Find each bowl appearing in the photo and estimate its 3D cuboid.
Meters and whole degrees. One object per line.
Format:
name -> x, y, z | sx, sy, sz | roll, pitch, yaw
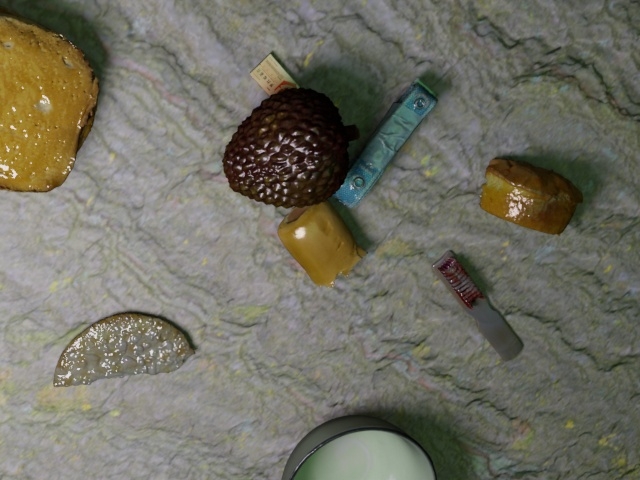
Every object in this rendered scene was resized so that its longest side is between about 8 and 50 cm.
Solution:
bowl -> 0.065, 0.532, 1.812 | 0.353, 0.185, 0.354 | -4, 106, -14

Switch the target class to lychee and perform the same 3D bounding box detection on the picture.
lychee -> -0.057, -0.171, 1.568 | 0.271, 0.236, 0.236 | -24, 110, 3

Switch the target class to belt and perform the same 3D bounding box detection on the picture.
belt -> 0.129, -0.200, 1.689 | 0.072, 0.087, 0.302 | 38, 92, -8

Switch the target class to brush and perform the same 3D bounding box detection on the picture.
brush -> 0.367, 0.158, 1.869 | 0.060, 0.050, 0.321 | -42, 112, -5

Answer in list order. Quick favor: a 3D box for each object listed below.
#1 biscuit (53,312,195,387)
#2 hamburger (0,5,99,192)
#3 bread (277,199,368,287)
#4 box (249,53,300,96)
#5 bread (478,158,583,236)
biscuit -> -0.404, 0.217, 1.680 | 0.289, 0.038, 0.141 | -6, 105, -15
hamburger -> -0.548, -0.239, 1.446 | 0.284, 0.174, 0.305 | 23, 98, -21
bread -> 0.000, 0.001, 1.705 | 0.134, 0.085, 0.173 | -40, 111, -2
box -> -0.091, -0.318, 1.632 | 0.058, 0.015, 0.093 | -44, 110, -2
bread -> 0.472, -0.085, 1.788 | 0.228, 0.139, 0.143 | 11, 109, -16
